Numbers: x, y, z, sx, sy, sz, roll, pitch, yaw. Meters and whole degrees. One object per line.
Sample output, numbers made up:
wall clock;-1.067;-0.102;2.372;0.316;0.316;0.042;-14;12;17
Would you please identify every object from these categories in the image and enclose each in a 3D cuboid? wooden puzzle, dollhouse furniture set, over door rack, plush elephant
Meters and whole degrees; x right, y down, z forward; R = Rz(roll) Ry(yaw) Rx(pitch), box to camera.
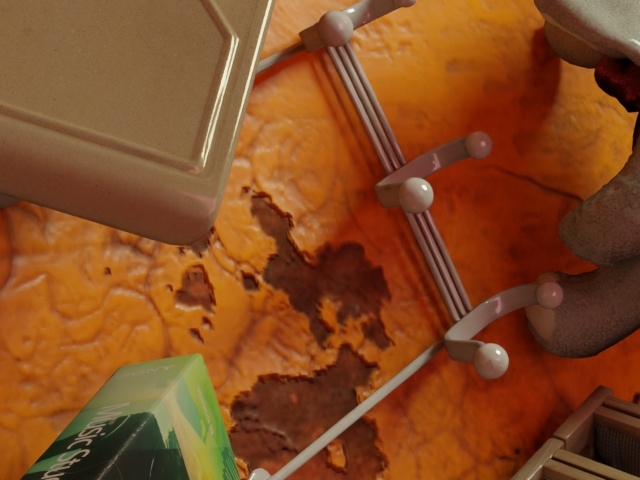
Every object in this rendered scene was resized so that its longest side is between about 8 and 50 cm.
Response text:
wooden puzzle;-0.139;-0.129;1.075;0.221;0.044;0.238;17;64;-7
dollhouse furniture set;0.210;0.220;1.294;0.129;0.129;0.183;-39;134;-38
over door rack;0.000;0.000;1.163;0.324;0.108;0.239;-31;98;-40
plush elephant;0.245;-0.114;1.309;0.272;0.330;0.255;-23;75;-34

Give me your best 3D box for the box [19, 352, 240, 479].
box;-0.095;0.219;0.938;0.322;0.058;0.232;-56;133;-67
